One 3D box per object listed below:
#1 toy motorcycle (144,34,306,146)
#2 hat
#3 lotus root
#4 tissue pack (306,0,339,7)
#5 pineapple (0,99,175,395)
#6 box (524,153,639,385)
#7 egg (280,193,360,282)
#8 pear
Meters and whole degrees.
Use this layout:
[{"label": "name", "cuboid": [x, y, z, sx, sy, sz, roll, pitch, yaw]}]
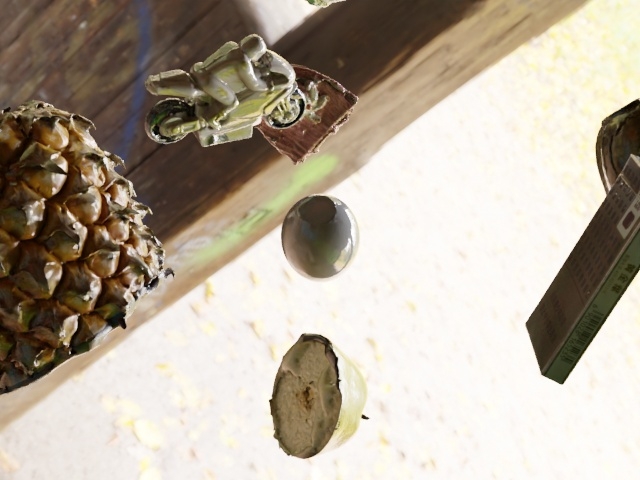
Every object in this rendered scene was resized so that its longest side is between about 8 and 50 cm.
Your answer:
[{"label": "toy motorcycle", "cuboid": [-0.170, -0.286, 1.910, 0.341, 0.222, 0.108, -13, 47, -26]}, {"label": "hat", "cuboid": [-0.079, -0.314, 2.316, 0.286, 0.237, 0.107, 34, 26, -23]}, {"label": "lotus root", "cuboid": [0.569, -0.107, 1.729, 0.152, 0.160, 0.274, -17, 88, -76]}, {"label": "tissue pack", "cuboid": [0.085, -0.413, 1.154, 0.128, 0.311, 0.227, 15, 80, -40]}, {"label": "pineapple", "cuboid": [-0.392, -0.001, 1.274, 0.300, 0.352, 0.352, 59, 26, -15]}, {"label": "box", "cuboid": [0.414, 0.040, 1.495, 0.047, 0.324, 0.180, 26, 20, -6]}, {"label": "egg", "cuboid": [0.000, 0.000, 2.221, 0.232, 0.176, 0.176, 92, -18, -58]}, {"label": "pear", "cuboid": [0.020, 0.332, 2.133, 0.178, 0.267, 0.266, 11, 49, -40]}]
